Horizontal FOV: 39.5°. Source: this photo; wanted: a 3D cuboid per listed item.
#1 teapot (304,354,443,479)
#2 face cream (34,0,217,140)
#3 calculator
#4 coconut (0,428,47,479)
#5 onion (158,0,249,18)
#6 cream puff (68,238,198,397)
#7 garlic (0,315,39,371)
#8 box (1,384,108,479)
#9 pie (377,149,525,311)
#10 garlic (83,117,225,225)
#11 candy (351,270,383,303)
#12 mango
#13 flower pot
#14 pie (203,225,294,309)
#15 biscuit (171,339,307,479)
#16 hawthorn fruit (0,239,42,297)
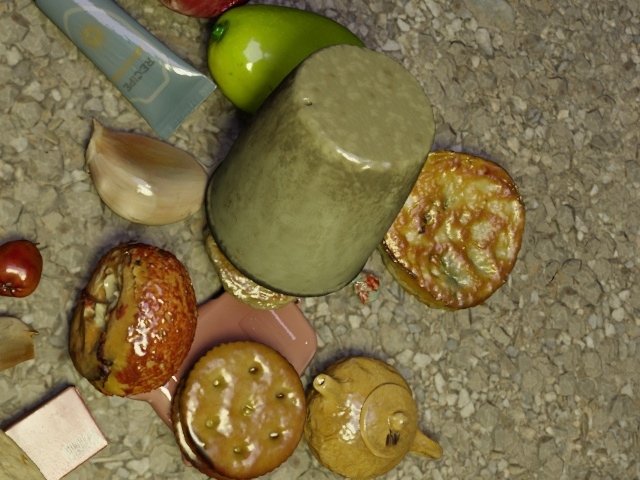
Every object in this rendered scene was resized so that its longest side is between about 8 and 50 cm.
[{"bbox_3d":[0.094,0.299,1.471,0.311,0.167,0.203,36,66,-28],"label":"teapot"},{"bbox_3d":[-0.349,-0.335,1.422,0.385,0.086,0.135,44,113,-11],"label":"face cream"},{"bbox_3d":[-0.144,0.196,1.461,0.329,0.048,0.220,-43,99,-25],"label":"calculator"},{"bbox_3d":[-0.519,0.414,1.113,0.346,0.346,0.360,44,89,-12],"label":"coconut"},{"bbox_3d":[-0.213,-0.541,1.437,0.347,0.285,0.348,-34,132,-49],"label":"onion"},{"bbox_3d":[-0.274,0.121,1.325,0.164,0.240,0.240,31,70,-39],"label":"cream puff"},{"bbox_3d":[-0.486,0.162,1.304,0.152,0.066,0.084,-27,96,-27],"label":"garlic"},{"bbox_3d":[-0.406,0.300,1.324,0.156,0.060,0.111,-32,96,-27],"label":"box"},{"bbox_3d":[0.236,-0.018,1.639,0.315,0.092,0.315,1,87,-22],"label":"pie"},{"bbox_3d":[-0.247,-0.092,1.442,0.266,0.128,0.148,14,89,-32],"label":"garlic"},{"bbox_3d":[-0.001,0.001,1.544,0.292,0.059,0.086,48,70,-10],"label":"candy"},{"bbox_3d":[-0.038,-0.295,1.515,0.343,0.156,0.192,-2,92,-38],"label":"mango"},{"bbox_3d":[0.010,-0.107,1.346,0.293,0.330,0.293,11,59,-20],"label":"flower pot"},{"bbox_3d":[-0.108,0.027,1.462,0.163,0.079,0.193,-32,78,-38],"label":"pie"},{"bbox_3d":[-0.124,0.267,1.394,0.220,0.066,0.220,6,77,-26],"label":"biscuit"},{"bbox_3d":[-0.455,0.037,1.337,0.081,0.081,0.093,25,44,-18],"label":"hawthorn fruit"}]
